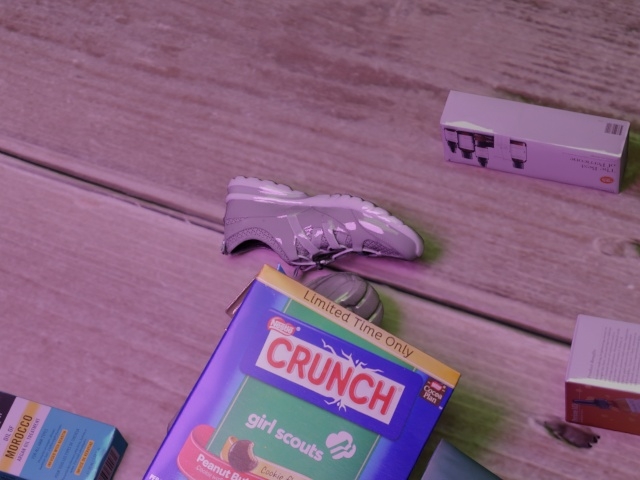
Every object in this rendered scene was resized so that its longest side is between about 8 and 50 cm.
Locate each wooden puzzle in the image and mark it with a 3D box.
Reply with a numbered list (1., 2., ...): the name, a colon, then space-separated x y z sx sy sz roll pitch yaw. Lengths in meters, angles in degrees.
1. wooden puzzle: -0.077 0.090 1.942 0.116 0.014 0.078 -41 95 -3

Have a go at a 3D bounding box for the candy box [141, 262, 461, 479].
1. candy box: -0.026 0.231 1.746 0.268 0.122 0.317 29 78 2

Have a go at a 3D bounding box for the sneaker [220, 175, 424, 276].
1. sneaker: 0.000 0.000 1.969 0.281 0.105 0.115 11 78 22

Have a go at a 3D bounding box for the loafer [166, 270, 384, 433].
1. loafer: -0.062 0.156 1.884 0.319 0.112 0.111 -37 26 -11

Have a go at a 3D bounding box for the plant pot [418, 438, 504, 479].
1. plant pot: 0.164 0.395 1.610 0.235 0.293 0.293 28 68 8

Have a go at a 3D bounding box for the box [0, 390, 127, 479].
1. box: -0.375 0.254 1.894 0.244 0.060 0.100 14 64 16

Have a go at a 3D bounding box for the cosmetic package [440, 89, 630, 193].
1. cosmetic package: 0.281 -0.128 1.981 0.239 0.099 0.060 12 66 16

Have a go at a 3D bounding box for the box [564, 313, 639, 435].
1. box: 0.380 0.166 1.781 0.171 0.130 0.091 9 64 14
